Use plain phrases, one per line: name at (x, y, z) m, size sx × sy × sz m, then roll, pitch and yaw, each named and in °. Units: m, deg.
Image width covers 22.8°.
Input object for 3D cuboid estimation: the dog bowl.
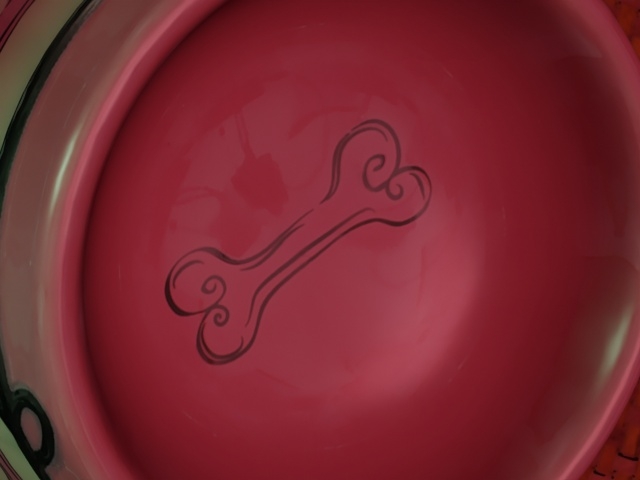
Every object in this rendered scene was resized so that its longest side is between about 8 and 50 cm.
dog bowl at (0.000, 0.000, 0.796) m, size 0.407 × 0.150 × 0.408 m, roll -7°, pitch 105°, yaw -27°
